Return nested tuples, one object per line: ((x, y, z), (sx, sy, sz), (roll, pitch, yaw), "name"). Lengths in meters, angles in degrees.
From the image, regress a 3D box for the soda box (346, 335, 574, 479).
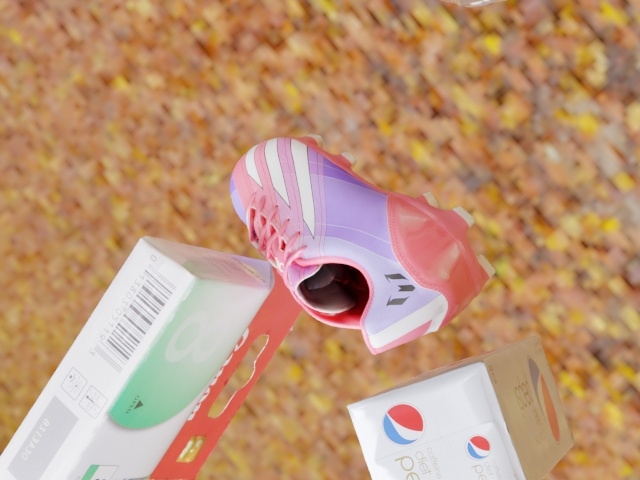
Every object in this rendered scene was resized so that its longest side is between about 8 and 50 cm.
((0.078, 0.097, 1.028), (0.216, 0.074, 0.069), (-5, -105, -77), "soda box")

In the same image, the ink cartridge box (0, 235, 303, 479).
((-0.082, 0.094, 1.242), (0.056, 0.181, 0.224), (39, -168, 29), "ink cartridge box")

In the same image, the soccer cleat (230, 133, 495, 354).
((0.000, 0.000, 1.167), (0.248, 0.095, 0.083), (24, 143, 53), "soccer cleat")

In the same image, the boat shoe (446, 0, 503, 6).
((0.019, -0.263, 1.372), (0.324, 0.123, 0.116), (47, -171, 23), "boat shoe")
